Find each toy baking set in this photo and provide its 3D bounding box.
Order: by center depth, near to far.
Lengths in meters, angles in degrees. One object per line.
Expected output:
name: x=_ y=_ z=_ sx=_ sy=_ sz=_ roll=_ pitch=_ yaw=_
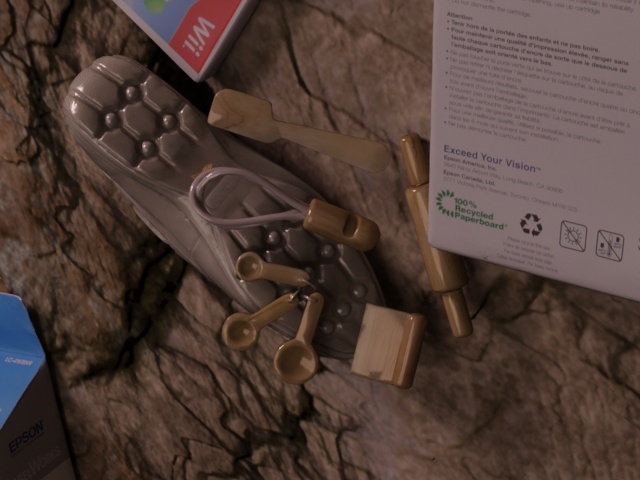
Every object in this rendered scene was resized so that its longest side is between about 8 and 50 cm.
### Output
toy baking set: x=0.007 y=0.000 z=1.239 sx=0.196 sy=0.030 sz=0.256 roll=-12 pitch=99 yaw=2

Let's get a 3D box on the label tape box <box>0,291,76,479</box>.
label tape box: x=-0.379 y=0.218 z=1.661 sx=0.249 sy=0.115 sz=0.348 roll=7 pitch=119 yaw=34

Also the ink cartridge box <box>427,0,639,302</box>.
ink cartridge box: x=0.226 y=-0.114 z=1.057 sx=0.324 sy=0.071 sz=0.330 roll=16 pitch=119 yaw=30

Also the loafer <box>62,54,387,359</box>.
loafer: x=-0.075 y=-0.026 z=1.319 sx=0.319 sy=0.112 sz=0.111 roll=45 pitch=172 yaw=0

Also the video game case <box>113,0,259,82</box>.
video game case: x=-0.148 y=-0.288 z=1.270 sx=0.285 sy=0.025 sz=0.204 roll=44 pitch=132 yaw=8
